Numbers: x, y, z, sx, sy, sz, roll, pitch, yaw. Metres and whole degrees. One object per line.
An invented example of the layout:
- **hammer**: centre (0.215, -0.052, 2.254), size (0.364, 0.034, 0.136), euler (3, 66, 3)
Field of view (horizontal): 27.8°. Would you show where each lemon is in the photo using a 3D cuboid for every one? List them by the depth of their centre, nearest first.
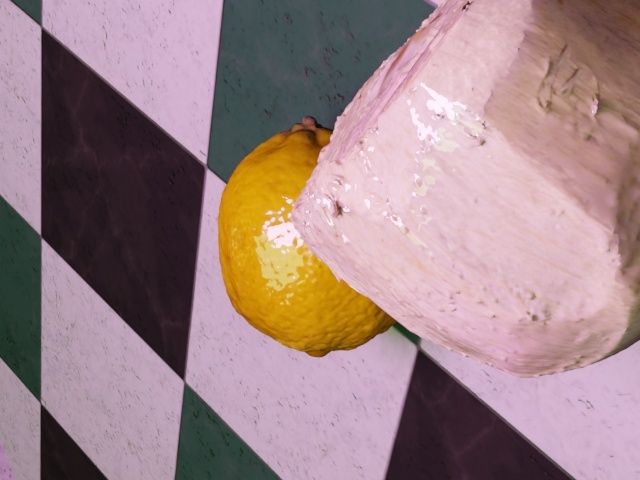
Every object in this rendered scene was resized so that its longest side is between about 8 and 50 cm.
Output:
- **lemon**: centre (0.000, 0.000, 1.201), size (0.192, 0.192, 0.231), euler (13, 110, 49)

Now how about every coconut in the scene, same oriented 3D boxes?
- **coconut**: centre (0.152, -0.051, 0.902), size (0.254, 0.297, 0.297), euler (38, 145, -9)
